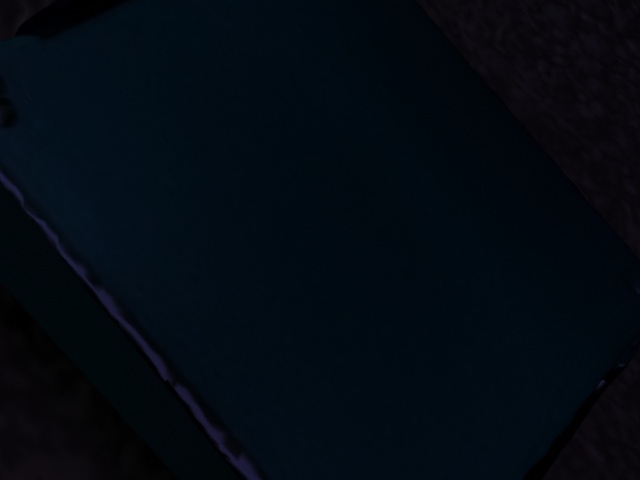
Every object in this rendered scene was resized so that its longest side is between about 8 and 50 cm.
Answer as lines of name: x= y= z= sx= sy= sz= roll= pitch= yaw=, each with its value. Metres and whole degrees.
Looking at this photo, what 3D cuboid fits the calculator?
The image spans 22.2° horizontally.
calculator: x=0.000 y=0.000 z=0.611 sx=0.248 sy=0.058 sz=0.274 roll=47 pitch=39 yaw=0
